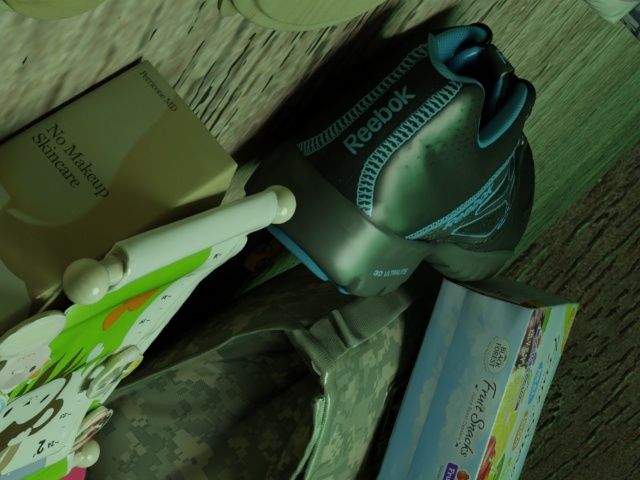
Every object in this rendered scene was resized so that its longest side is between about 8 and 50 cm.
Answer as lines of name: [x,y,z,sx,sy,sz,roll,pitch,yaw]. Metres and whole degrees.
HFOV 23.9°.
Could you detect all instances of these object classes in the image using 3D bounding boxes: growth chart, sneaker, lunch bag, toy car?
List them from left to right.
growth chart: [-0.104,0.061,0.627,0.172,0.021,0.237,-31,165,-52]
lunch bag: [-0.034,0.117,1.043,0.287,0.169,0.235,-39,175,31]
toy car: [0.000,0.000,1.020,0.122,0.060,0.040,-45,167,28]
sneaker: [0.086,-0.054,0.912,0.139,0.125,0.341,-49,171,19]

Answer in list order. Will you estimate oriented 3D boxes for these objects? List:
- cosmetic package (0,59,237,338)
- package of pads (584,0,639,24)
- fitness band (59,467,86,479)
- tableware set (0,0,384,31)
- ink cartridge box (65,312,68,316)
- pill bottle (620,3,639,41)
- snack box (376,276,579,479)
cosmetic package: [-0.095,-0.013,0.570,0.115,0.060,0.041,-37,171,-29]
package of pads: [0.152,-0.199,0.557,0.229,0.101,0.296,-42,171,15]
fitness band: [-0.199,0.152,0.733,0.209,0.054,0.291,-39,155,-44]
tableware set: [-0.023,-0.101,0.400,0.169,0.020,0.141,-6,152,-30]
ink cartridge box: [-0.116,0.011,0.695,0.048,0.028,0.083,-43,171,8]
pill bottle: [0.224,-0.145,0.855,0.108,0.180,0.108,-39,170,-8]
snack box: [0.110,0.115,1.049,0.207,0.070,0.174,0,109,-74]
